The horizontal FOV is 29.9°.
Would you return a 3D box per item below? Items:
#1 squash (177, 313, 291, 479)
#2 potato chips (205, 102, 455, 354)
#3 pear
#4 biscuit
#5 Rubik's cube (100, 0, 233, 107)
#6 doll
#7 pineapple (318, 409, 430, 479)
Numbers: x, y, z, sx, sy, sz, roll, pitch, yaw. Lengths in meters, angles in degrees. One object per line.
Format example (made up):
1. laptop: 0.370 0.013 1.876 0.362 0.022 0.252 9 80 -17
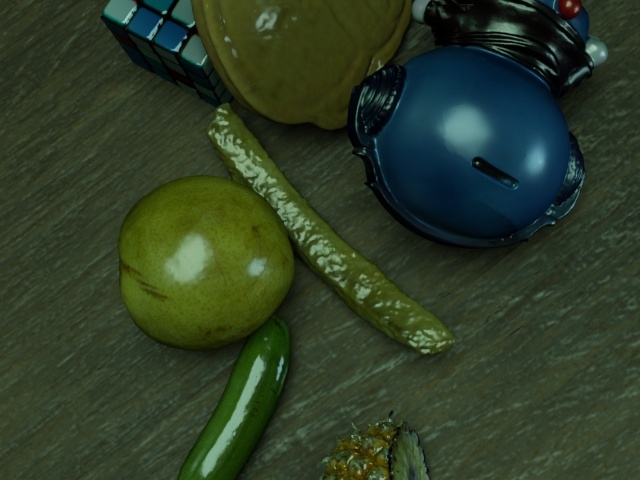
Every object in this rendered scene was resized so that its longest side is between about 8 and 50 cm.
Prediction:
1. squash: -0.096 0.208 1.389 0.069 0.069 0.258 24 82 13
2. potato chips: 0.000 0.000 1.425 0.057 0.080 0.407 -38 72 -20
3. pear: -0.130 0.023 1.373 0.208 0.209 0.209 -2 76 7
4. biscuit: -0.008 -0.312 1.407 0.057 0.312 0.351 11 63 50
5. Rubik's cube: -0.153 -0.277 1.474 0.151 0.154 0.155 31 83 13
6. doll: 0.180 -0.144 1.352 0.284 0.240 0.310 26 86 -16
7. pineapple: 0.040 0.285 1.308 0.136 0.161 0.176 -11 73 16
